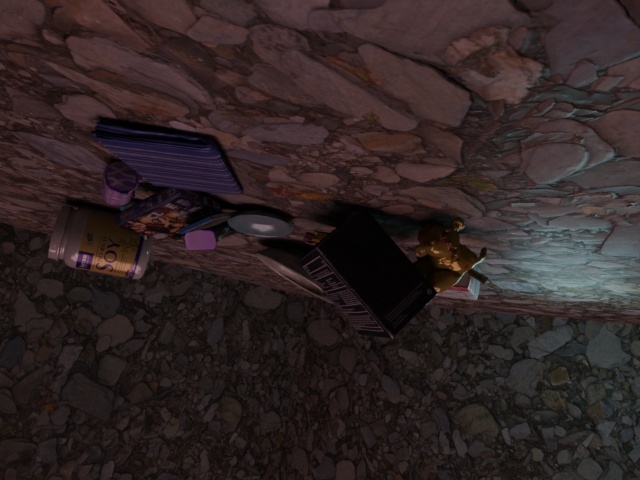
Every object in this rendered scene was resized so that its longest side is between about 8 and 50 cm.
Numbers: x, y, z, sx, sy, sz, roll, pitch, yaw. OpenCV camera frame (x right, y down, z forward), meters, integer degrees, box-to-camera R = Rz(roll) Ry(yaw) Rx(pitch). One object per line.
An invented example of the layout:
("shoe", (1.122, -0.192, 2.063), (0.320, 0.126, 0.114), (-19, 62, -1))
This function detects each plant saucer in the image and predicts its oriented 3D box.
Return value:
("plant saucer", (-0.074, 0.123, 1.884), (0.401, 0.100, 0.400), (29, 168, 7))
("plant saucer", (-0.179, -0.058, 1.392), (0.195, 0.037, 0.195), (4, 161, 1))

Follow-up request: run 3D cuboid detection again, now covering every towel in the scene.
("towel", (-0.315, -0.171, 1.020), (0.244, 0.040, 0.336), (8, 171, 1))

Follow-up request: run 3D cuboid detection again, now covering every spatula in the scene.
("spatula", (-0.279, -0.022, 1.467), (0.297, 0.030, 0.084), (-12, 134, -17))

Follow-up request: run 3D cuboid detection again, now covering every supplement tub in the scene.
("supplement tub", (-0.829, 0.005, 1.761), (0.332, 0.240, 0.241), (14, 168, -24))

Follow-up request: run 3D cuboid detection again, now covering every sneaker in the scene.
("sneaker", (-0.626, -0.081, 1.605), (0.110, 0.107, 0.275), (30, 162, -4))
("sneaker", (-0.414, -0.040, 1.555), (0.268, 0.101, 0.106), (4, 169, 28))

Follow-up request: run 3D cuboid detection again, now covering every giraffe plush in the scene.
("giraffe plush", (0.309, 0.025, 1.176), (0.210, 0.181, 0.170), (13, 153, 47))

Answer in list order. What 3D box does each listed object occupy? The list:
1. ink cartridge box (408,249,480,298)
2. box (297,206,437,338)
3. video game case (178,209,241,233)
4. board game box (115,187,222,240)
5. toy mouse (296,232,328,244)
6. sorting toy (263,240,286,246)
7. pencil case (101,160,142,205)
("ink cartridge box", (0.437, 0.125, 1.605), (0.208, 0.117, 0.283), (4, 167, 26))
("box", (0.114, 0.096, 1.263), (0.294, 0.183, 0.296), (49, 165, -1))
("video game case", (-0.321, -0.055, 1.349), (0.119, 0.015, 0.166), (-21, -178, 21))
("board game box", (-0.428, -0.077, 1.301), (0.244, 0.042, 0.165), (-22, 155, 23))
("toy mouse", (0.000, 0.000, 1.574), (0.161, 0.031, 0.143), (9, 168, 5))
("sorting toy", (-0.182, 0.013, 1.836), (0.083, 0.012, 0.062), (11, 174, -25))
("pencil case", (-0.516, -0.144, 1.186), (0.088, 0.086, 0.206), (-11, -179, -28))
